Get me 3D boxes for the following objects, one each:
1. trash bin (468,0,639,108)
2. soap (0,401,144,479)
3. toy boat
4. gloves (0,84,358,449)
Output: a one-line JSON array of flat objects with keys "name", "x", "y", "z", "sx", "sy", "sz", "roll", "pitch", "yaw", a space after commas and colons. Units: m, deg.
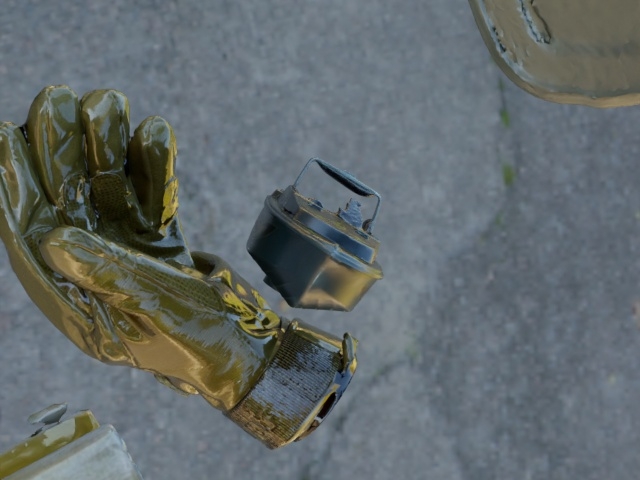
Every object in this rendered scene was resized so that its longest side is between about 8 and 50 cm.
[{"name": "trash bin", "x": 0.171, "y": -0.187, "z": 0.607, "sx": 0.250, "sy": 0.219, "sz": 0.219, "roll": -44, "pitch": 118, "yaw": -53}, {"name": "soap", "x": -0.183, "y": 0.211, "z": 0.607, "sx": 0.274, "sy": 0.089, "sz": 0.173, "roll": -29, "pitch": 99, "yaw": -17}, {"name": "toy boat", "x": 0.000, "y": 0.000, "z": 0.954, "sx": 0.103, "sy": 0.093, "sz": 0.246, "roll": -60, "pitch": -176, "yaw": 2}, {"name": "gloves", "x": -0.121, "y": 0.027, "z": 1.019, "sx": 0.331, "sy": 0.141, "sz": 0.154, "roll": 41, "pitch": 52, "yaw": -18}]
